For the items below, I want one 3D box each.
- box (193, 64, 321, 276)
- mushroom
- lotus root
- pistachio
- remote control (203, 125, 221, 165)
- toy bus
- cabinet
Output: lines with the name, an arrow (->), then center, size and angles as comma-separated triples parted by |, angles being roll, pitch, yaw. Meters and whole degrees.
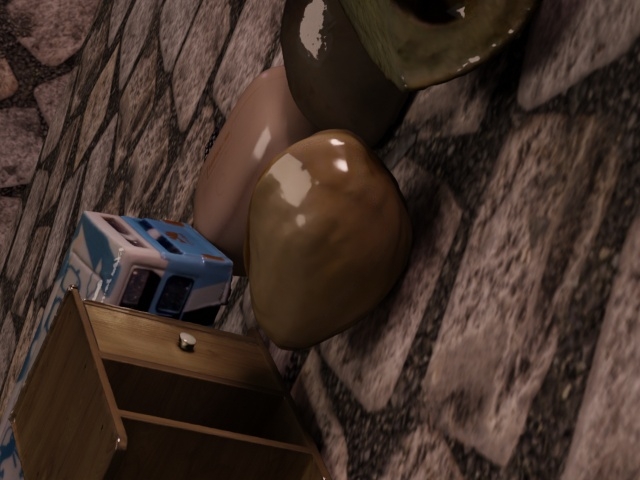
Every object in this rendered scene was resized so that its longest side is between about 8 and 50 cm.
box -> -0.049, -0.060, 1.380 | 0.200, 0.088, 0.146 | -56, 25, 38
mushroom -> 0.027, -0.178, 1.263 | 0.141, 0.117, 0.188 | -11, 57, 56
lotus root -> 0.083, -0.234, 1.112 | 0.210, 0.142, 0.314 | -20, 37, 9
pistachio -> 0.000, 0.000, 1.135 | 0.124, 0.124, 0.185 | -98, 28, -52
remote control -> -0.117, -0.085, 1.712 | 0.096, 0.014, 0.039 | -93, 28, -49
toy bus -> -0.187, 0.126, 1.357 | 0.106, 0.131, 0.297 | 37, 108, 49
cabinet -> -0.120, 0.158, 1.200 | 0.148, 0.175, 0.215 | -64, 29, 20
